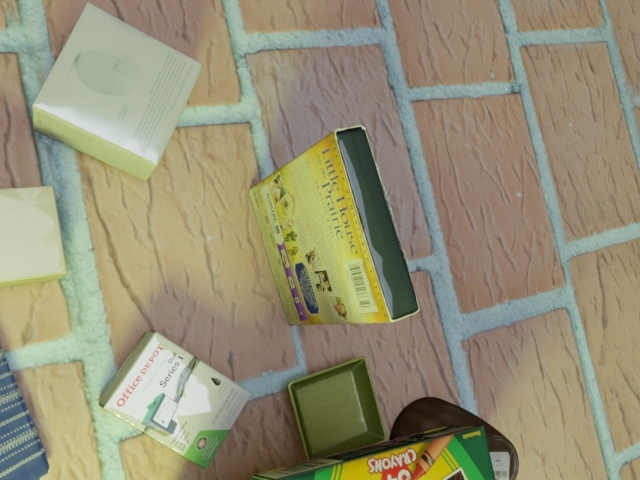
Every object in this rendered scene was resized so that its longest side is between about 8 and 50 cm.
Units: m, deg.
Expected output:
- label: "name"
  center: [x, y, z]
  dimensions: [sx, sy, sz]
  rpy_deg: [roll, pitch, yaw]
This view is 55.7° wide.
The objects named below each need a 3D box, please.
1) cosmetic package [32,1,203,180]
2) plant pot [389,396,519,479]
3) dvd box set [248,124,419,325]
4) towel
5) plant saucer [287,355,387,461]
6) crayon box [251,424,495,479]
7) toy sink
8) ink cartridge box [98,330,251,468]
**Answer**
- label: "cosmetic package"
  center: [-0.373, -0.266, 1.124]
  dimensions: [0.225, 0.138, 0.224]
  rpy_deg: [25, 72, -18]
- label: "plant pot"
  center: [0.295, 0.450, 1.272]
  dimensions: [0.216, 0.230, 0.215]
  rpy_deg: [4, 81, -25]
- label: "dvd box set"
  center: [0.000, 0.000, 1.100]
  dimensions: [0.062, 0.420, 0.307]
  rpy_deg: [-17, 89, -26]
- label: "towel"
  center: [-0.572, 0.269, 0.931]
  dimensions: [0.335, 0.040, 0.243]
  rpy_deg: [69, 23, -1]
- label: "plant saucer"
  center: [0.029, 0.357, 1.266]
  dimensions: [0.189, 0.045, 0.188]
  rpy_deg: [-14, 88, -26]
- label: "crayon box"
  center: [0.106, 0.464, 0.882]
  dimensions: [0.363, 0.106, 0.312]
  rpy_deg: [-5, 76, -26]
- label: "toy sink"
  center: [-0.560, 0.005, 1.001]
  dimensions: [0.234, 0.131, 0.152]
  rpy_deg: [-9, 86, -31]
- label: "ink cartridge box"
  center: [-0.267, 0.289, 1.112]
  dimensions: [0.219, 0.093, 0.160]
  rpy_deg: [37, 68, -16]
